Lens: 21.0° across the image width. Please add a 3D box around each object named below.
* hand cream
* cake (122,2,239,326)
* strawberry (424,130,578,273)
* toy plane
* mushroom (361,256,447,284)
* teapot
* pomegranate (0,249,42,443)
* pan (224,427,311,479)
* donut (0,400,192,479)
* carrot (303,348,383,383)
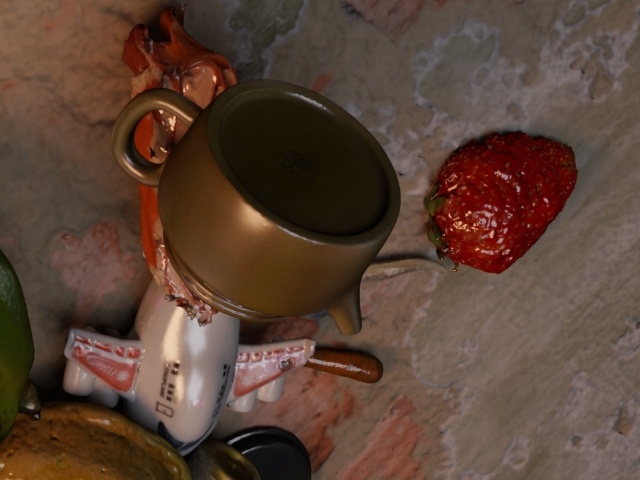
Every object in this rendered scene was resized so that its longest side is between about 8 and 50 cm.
[{"bbox_3d":[-0.147,0.295,1.751,0.084,0.084,0.203,29,112,-33],"label":"hand cream"},{"bbox_3d":[-0.112,-0.066,1.522,0.098,0.135,0.287,-13,95,-21],"label":"cake"},{"bbox_3d":[0.195,-0.036,1.768,0.187,0.082,0.146,-31,130,-13],"label":"strawberry"},{"bbox_3d":[-0.127,0.100,1.660,0.252,0.118,0.252,-10,120,-17],"label":"toy plane"},{"bbox_3d":[0.000,0.002,1.718,0.306,0.043,0.068,27,127,-34],"label":"mushroom"},{"bbox_3d":[-0.061,-0.020,1.432,0.268,0.185,0.175,37,127,0],"label":"teapot"},{"bbox_3d":[-0.399,0.082,1.459,0.341,0.260,0.260,17,107,-27],"label":"pomegranate"},{"bbox_3d":[-0.114,0.271,1.802,0.235,0.028,0.136,-12,118,-19],"label":"pan"},{"bbox_3d":[-0.253,0.257,1.632,0.261,0.128,0.208,-1,121,5],"label":"donut"},{"bbox_3d":[0.024,0.128,1.793,0.093,0.032,0.032,14,108,-25],"label":"carrot"}]
